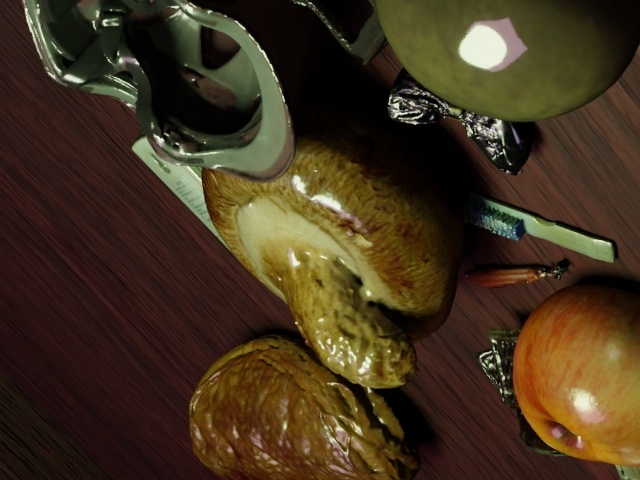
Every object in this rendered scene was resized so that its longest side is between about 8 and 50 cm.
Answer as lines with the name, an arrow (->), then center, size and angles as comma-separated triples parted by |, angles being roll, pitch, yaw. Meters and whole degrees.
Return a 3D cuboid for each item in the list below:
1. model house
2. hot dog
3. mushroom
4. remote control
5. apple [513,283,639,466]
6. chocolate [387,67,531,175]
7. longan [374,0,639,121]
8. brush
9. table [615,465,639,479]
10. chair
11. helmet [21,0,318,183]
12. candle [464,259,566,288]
model house -> 0.238, 0.160, 1.783 | 0.165, 0.106, 0.152 | -7, 131, 52
hot dog -> -0.020, 0.269, 2.262 | 0.387, 0.174, 0.267 | -6, 133, 45
mushroom -> 0.014, -0.017, 1.692 | 0.345, 0.239, 0.345 | 23, 128, 34
remote control -> -0.149, -0.060, 2.029 | 0.233, 0.038, 0.098 | 46, 154, -12
apple -> 0.297, 0.145, 1.607 | 0.209, 0.164, 0.209 | 32, 157, 15
chocolate -> 0.141, -0.121, 1.512 | 0.147, 0.070, 0.072 | 22, 142, 12
longan -> 0.149, -0.189, 1.216 | 0.220, 0.196, 0.196 | 19, 149, 23
brush -> 0.224, -0.010, 1.610 | 0.178, 0.030, 0.033 | 22, 141, 34
table -> 0.384, 0.239, 1.767 | 0.083, 0.062, 0.079 | 16, 146, 41
chair -> 0.100, -0.198, 1.369 | 0.229, 0.113, 0.106 | 42, 157, 2
helmet -> -0.123, -0.225, 1.519 | 0.338, 0.197, 0.271 | 29, 147, 11
candle -> 0.219, 0.038, 1.705 | 0.167, 0.021, 0.026 | -7, 109, 59
